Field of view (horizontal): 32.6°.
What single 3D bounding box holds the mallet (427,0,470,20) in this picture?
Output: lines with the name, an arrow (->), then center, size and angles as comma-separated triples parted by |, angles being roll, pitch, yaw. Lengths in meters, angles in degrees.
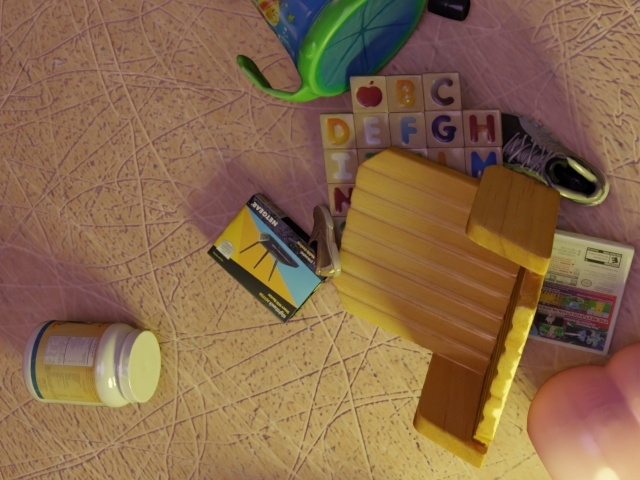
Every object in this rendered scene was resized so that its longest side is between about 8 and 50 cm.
mallet -> 0.211, -0.434, 1.682 | 0.062, 0.039, 0.189 | 12, 94, 18

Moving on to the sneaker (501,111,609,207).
sneaker -> 0.324, -0.126, 1.622 | 0.229, 0.132, 0.086 | 30, 100, 11

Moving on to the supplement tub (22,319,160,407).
supplement tub -> -0.389, 0.211, 1.873 | 0.200, 0.144, 0.144 | 1, 96, 17

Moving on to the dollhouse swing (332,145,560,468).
dollhouse swing -> 0.149, 0.072, 1.588 | 0.305, 0.315, 0.346 | 17, 118, 8

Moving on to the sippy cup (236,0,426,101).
sippy cup -> 0.003, -0.376, 1.663 | 0.305, 0.240, 0.224 | -37, 70, -17

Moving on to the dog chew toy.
dog chew toy -> 0.470, 0.240, 1.588 | 0.332, 0.206, 0.206 | -32, 86, 10

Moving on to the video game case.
video game case -> 0.355, 0.071, 1.663 | 0.201, 0.023, 0.183 | 13, 115, 12

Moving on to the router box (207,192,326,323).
router box -> -0.079, 0.029, 1.810 | 0.179, 0.046, 0.133 | 42, 106, 9

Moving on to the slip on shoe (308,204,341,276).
slip on shoe -> 0.000, 0.000, 1.752 | 0.041, 0.051, 0.135 | -6, 59, -12

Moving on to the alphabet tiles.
alphabet tiles -> 0.143, -0.090, 1.692 | 0.285, 0.011, 0.342 | 2, 112, 22
